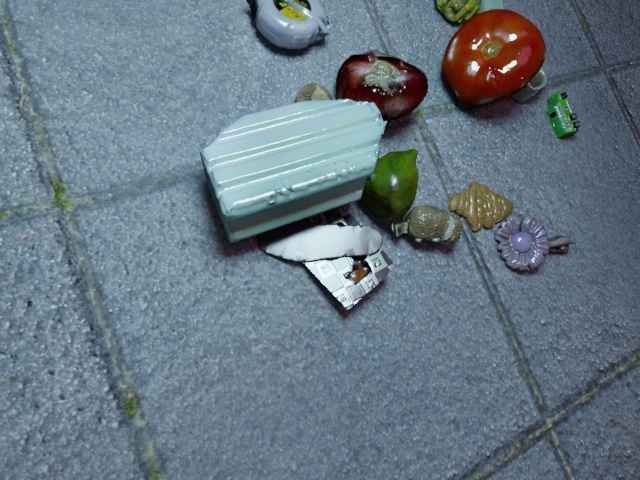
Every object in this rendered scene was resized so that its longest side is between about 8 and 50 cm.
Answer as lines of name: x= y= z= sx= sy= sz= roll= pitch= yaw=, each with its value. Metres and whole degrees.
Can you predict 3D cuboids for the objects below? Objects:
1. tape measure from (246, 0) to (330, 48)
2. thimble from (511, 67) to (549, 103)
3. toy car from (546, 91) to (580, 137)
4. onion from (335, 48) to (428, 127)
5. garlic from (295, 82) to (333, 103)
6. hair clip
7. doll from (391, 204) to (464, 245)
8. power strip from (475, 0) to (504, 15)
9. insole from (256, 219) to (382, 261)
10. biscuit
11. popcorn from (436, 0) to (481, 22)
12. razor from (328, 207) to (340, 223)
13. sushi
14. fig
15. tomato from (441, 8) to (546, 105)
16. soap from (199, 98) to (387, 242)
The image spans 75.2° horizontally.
tape measure: x=-0.092 y=-0.634 z=1.162 sx=0.236 sy=0.120 sz=0.197 roll=42 pitch=61 yaw=-1
thimble: x=0.732 y=-0.556 z=1.465 sx=0.102 sy=0.090 sz=0.115 roll=18 pitch=71 yaw=-16
toy car: x=0.870 y=-0.454 z=1.506 sx=0.062 sy=0.071 sz=0.165 roll=-18 pitch=84 yaw=-9
onion: x=0.168 y=-0.422 z=1.195 sx=0.271 sy=0.195 sz=0.272 roll=3 pitch=43 yaw=-2
garlic: x=0.006 y=-0.358 z=1.155 sx=0.174 sy=0.099 sz=0.124 roll=44 pitch=48 yaw=-10
hair clip: x=0.699 y=0.009 z=1.329 sx=0.299 sy=0.069 sz=0.173 roll=0 pitch=78 yaw=-20
doll: x=0.298 y=-0.045 z=1.178 sx=0.220 sy=0.105 sz=0.115 roll=4 pitch=117 yaw=-12
power strip: x=0.613 y=-0.752 z=1.484 sx=0.090 sy=0.062 sz=0.386 roll=1 pitch=77 yaw=-20
insole: x=0.000 y=0.000 z=1.066 sx=0.327 sy=0.007 sz=0.111 roll=0 pitch=77 yaw=-6
biscuit: x=0.513 y=-0.109 z=1.313 sx=0.249 sy=0.035 sz=0.163 roll=-1 pitch=82 yaw=-22
popcorn: x=0.474 y=-0.834 z=1.421 sx=0.173 sy=0.142 sz=0.174 roll=13 pitch=48 yaw=-15
razor: x=-0.038 y=-0.115 z=1.093 sx=0.189 sy=0.033 sz=0.066 roll=27 pitch=107 yaw=2
sushi: x=0.043 y=0.025 z=1.093 sx=0.192 sy=0.043 sz=0.279 roll=-40 pitch=79 yaw=-17
fig: x=0.188 y=-0.168 z=1.138 sx=0.166 sy=0.167 sz=0.234 roll=17 pitch=55 yaw=-16
tomato: x=0.540 y=-0.566 z=1.309 sx=0.226 sy=0.298 sz=0.299 roll=4 pitch=72 yaw=-61
soap: x=-0.050 y=-0.192 z=1.006 sx=0.445 sy=0.156 sz=0.262 roll=-21 pitch=62 yaw=-14
